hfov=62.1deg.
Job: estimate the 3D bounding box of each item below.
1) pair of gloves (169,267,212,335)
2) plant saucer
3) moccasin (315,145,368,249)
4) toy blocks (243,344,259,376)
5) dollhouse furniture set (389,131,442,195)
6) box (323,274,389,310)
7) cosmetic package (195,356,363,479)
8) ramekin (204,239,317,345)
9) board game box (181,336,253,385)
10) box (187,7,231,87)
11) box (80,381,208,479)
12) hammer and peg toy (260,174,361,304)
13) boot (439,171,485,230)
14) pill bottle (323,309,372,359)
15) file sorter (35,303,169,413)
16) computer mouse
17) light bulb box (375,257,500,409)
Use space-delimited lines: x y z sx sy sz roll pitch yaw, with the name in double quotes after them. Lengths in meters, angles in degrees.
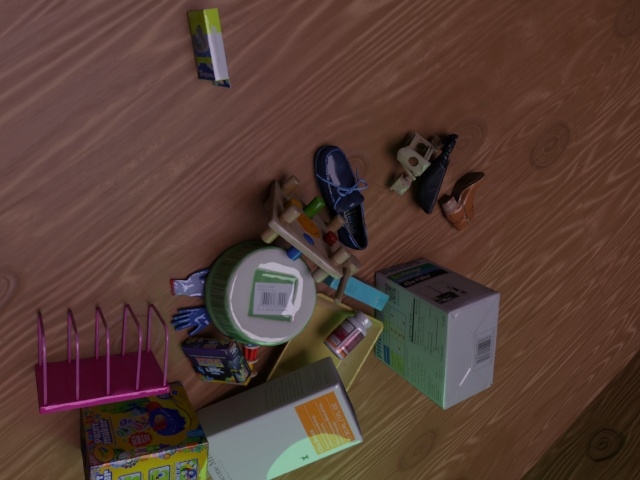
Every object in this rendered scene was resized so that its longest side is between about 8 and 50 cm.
-0.347 0.176 1.513 0.159 0.023 0.198 -7 110 -27 "pair of gloves"
0.007 0.354 1.757 0.332 0.081 0.333 29 91 -36 "plant saucer"
0.089 -0.126 1.604 0.137 0.117 0.342 -33 122 -17 "moccasin"
-0.245 0.347 1.617 0.123 0.054 0.148 -4 110 -31 "toy blocks"
0.288 -0.265 1.723 0.101 0.161 0.182 37 41 -3 "dollhouse furniture set"
0.106 0.149 1.727 0.244 0.100 0.060 28 93 -35 "box"
-0.127 0.559 1.601 0.453 0.161 0.230 -23 111 1 "cosmetic package"
-0.158 0.150 1.487 0.303 0.148 0.303 0 90 -28 "ramekin"
-0.295 0.345 1.520 0.048 0.170 0.141 -59 136 -47 "board game box"
-0.267 -0.457 1.273 0.042 0.109 0.178 -20 117 -28 "box"
-0.474 0.546 1.404 0.279 0.290 0.177 -3 109 -29 "box"
0.000 0.000 1.474 0.361 0.266 0.127 40 111 -21 "hammer and peg toy"
0.525 -0.139 1.895 0.197 0.073 0.152 -39 123 1 "boot"
0.090 0.297 1.685 0.152 0.086 0.086 -43 124 -11 "pill bottle"
-0.542 0.273 1.322 0.290 0.202 0.182 -2 107 -31 "file sorter"
0.373 -0.220 1.746 0.188 0.072 0.272 -48 155 -63 "computer mouse"
0.377 0.294 1.786 0.225 0.361 0.358 -14 114 -28 "light bulb box"
